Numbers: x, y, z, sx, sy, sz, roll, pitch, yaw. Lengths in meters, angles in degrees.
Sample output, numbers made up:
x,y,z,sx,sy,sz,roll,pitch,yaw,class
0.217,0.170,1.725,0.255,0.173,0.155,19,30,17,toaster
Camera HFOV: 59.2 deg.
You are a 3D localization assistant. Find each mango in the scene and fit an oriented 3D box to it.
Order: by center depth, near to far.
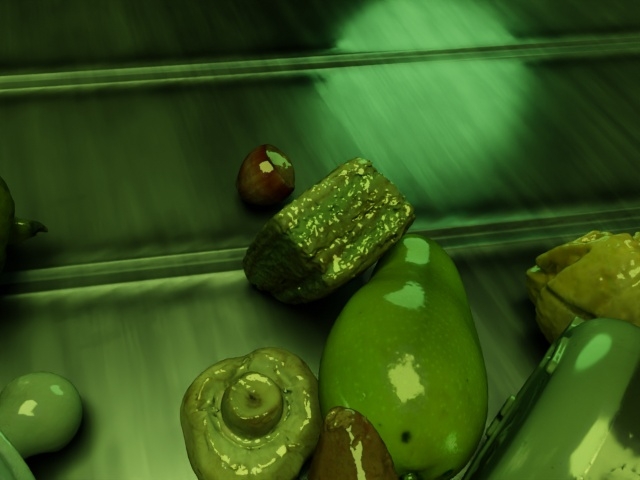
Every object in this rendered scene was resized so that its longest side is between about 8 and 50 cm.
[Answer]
x,y,z,sx,sy,sz,roll,pitch,yaw,class
0.087,0.104,0.550,0.143,0.175,0.293,-17,26,24,mango

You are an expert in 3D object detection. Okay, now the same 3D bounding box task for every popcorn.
x,y,z,sx,sy,sz,roll,pitch,yaw,class
0.306,0.063,0.608,0.152,0.167,0.148,-28,96,-42,popcorn

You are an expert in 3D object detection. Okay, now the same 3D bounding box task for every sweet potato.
x,y,z,sx,sy,sz,roll,pitch,yaw,class
0.028,0.244,0.397,0.097,0.097,0.251,-1,88,-3,sweet potato

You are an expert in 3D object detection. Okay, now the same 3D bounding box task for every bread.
x,y,z,sx,sy,sz,roll,pitch,yaw,class
0.000,0.000,0.621,0.138,0.196,0.102,-38,91,-28,bread

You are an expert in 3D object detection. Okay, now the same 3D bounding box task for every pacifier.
x,y,z,sx,sy,sz,roll,pitch,yaw,class
-0.296,0.200,0.483,0.287,0.238,0.226,-3,17,26,pacifier

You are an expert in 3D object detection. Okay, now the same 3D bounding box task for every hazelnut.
x,y,z,sx,sy,sz,roll,pitch,yaw,class
-0.074,-0.083,0.746,0.086,0.086,0.086,1,54,-2,hazelnut

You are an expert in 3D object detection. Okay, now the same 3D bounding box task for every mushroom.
x,y,z,sx,sy,sz,roll,pitch,yaw,class
-0.062,0.171,0.537,0.148,0.112,0.148,5,46,-5,mushroom

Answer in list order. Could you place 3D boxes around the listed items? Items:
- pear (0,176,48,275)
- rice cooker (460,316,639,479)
x,y,z,sx,sy,sz,roll,pitch,yaw,class
-0.474,-0.006,0.552,0.375,0.287,0.287,-4,51,-35,pear
0.248,0.229,0.417,0.277,0.288,0.288,34,59,19,rice cooker
